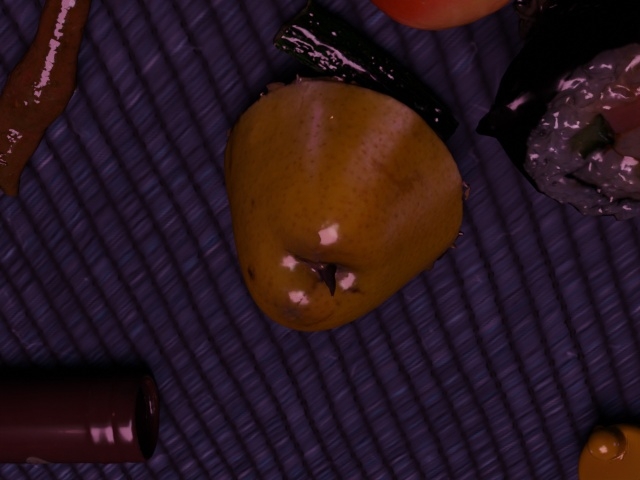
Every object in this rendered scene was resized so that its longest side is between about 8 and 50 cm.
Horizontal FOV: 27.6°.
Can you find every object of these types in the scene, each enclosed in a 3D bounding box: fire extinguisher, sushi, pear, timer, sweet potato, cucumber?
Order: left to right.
[{"bbox_3d":[-0.357,0.216,1.479,0.344,0.102,0.138,-3,126,10],"label":"fire extinguisher"},{"bbox_3d":[-0.263,-0.155,1.233,0.067,0.067,0.274,23,119,-8],"label":"sweet potato"},{"bbox_3d":[-0.001,-0.002,1.205,0.267,0.178,0.267,15,140,13],"label":"pear"},{"bbox_3d":[0.045,-0.148,1.195,0.187,0.058,0.058,35,122,-16],"label":"cucumber"},{"bbox_3d":[0.327,0.247,1.400,0.107,0.109,0.107,-2,86,28],"label":"timer"},{"bbox_3d":[0.255,-0.149,1.071,0.225,0.219,0.238,24,149,-23],"label":"sushi"}]

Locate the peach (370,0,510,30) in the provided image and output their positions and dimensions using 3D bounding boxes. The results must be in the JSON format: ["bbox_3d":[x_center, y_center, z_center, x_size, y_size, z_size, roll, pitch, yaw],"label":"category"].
[{"bbox_3d":[0.097,-0.258,1.043,0.184,0.184,0.184,4,125,5],"label":"peach"}]
